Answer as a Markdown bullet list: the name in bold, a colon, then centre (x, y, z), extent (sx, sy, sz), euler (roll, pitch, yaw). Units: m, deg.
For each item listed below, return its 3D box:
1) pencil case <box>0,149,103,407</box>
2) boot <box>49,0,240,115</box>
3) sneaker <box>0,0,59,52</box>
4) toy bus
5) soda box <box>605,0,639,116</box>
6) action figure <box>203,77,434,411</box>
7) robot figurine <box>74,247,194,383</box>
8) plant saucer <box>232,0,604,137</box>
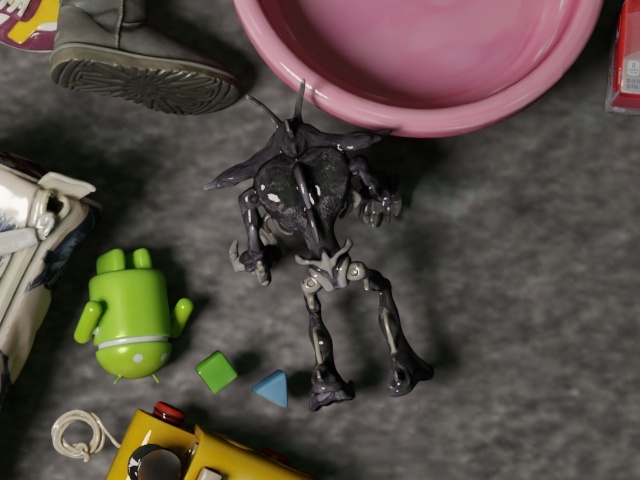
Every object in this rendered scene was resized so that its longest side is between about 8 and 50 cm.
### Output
- **pencil case**: centre (-0.318, 0.118, 1.621), extent (0.160, 0.183, 0.410), euler (24, 80, -21)
- **boot**: centre (-0.158, -0.224, 1.741), extent (0.189, 0.076, 0.208), euler (14, 56, -29)
- **sneaker**: centre (-0.290, -0.217, 1.727), extent (0.185, 0.084, 0.070), euler (17, 81, 1)
- **toy bus**: centre (-0.097, 0.204, 1.640), extent (0.202, 0.104, 0.191), euler (-22, 95, -9)
- **soda box**: centre (0.387, -0.149, 1.736), extent (0.263, 0.083, 0.092), euler (5, 81, 0)
- **action figure**: centre (0.000, 0.000, 1.676), extent (0.164, 0.141, 0.276), euler (-16, 97, -2)
- **robot figurine**: centre (-0.162, 0.066, 1.693), extent (0.101, 0.067, 0.115), euler (0, 79, -33)
- **plant saucer**: centre (0.081, -0.240, 1.727), extent (0.332, 0.084, 0.332), euler (1, 73, -5)
